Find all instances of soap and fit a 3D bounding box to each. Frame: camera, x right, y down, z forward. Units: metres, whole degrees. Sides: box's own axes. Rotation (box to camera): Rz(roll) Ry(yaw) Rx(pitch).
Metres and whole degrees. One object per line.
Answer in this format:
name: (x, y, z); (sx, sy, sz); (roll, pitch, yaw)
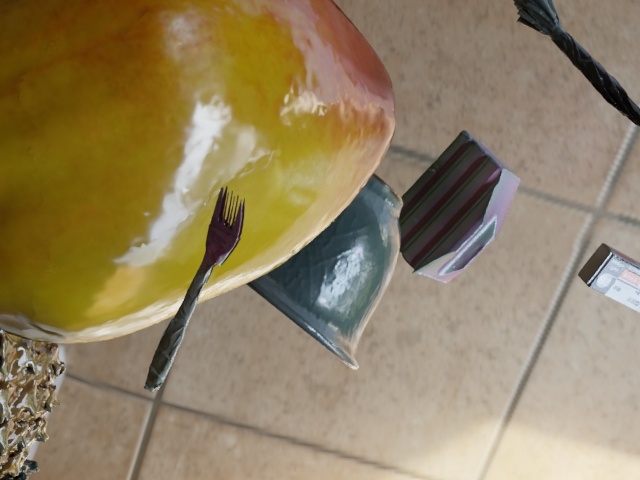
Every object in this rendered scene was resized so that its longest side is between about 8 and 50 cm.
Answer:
soap: (0.144, -0.031, 1.470); (0.149, 0.100, 0.056); (-48, 143, 10)

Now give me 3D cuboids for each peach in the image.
peach: (-0.122, -0.085, 0.839); (0.308, 0.289, 0.289); (-31, 117, -26)

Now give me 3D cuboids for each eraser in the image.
eraser: (0.368, 0.048, 1.642); (0.122, 0.029, 0.052); (26, 110, -33)

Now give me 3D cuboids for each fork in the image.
fork: (-0.056, 0.023, 0.598); (0.016, 0.012, 0.115); (38, 122, 22)

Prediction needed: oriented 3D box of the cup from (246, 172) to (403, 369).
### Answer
cup: (0.000, 0.000, 1.238); (0.199, 0.199, 0.150); (40, 86, -15)

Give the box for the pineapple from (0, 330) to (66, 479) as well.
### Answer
pineapple: (-0.286, 0.127, 1.082); (0.202, 0.202, 0.362); (1, 140, 3)

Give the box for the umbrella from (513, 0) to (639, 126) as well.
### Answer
umbrella: (0.244, -0.194, 1.324); (0.044, 0.044, 0.269); (-47, 73, 8)
